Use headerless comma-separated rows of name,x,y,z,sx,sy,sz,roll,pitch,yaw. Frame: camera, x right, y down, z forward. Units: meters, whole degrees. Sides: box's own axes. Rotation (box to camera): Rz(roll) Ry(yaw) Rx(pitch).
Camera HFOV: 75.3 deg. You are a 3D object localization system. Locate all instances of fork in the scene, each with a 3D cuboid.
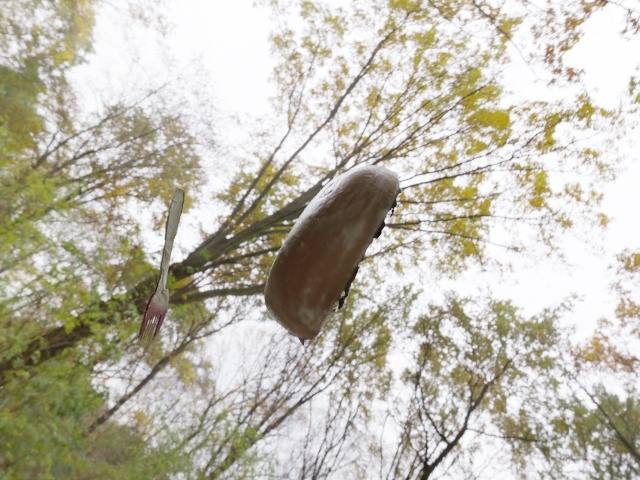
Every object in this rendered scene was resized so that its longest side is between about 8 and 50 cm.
fork,-0.114,0.017,0.304,0.012,0.016,0.115,6,-98,44

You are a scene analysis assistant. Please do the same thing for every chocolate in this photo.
chocolate,0.000,-0.002,0.552,0.083,0.261,0.161,35,-15,-17
